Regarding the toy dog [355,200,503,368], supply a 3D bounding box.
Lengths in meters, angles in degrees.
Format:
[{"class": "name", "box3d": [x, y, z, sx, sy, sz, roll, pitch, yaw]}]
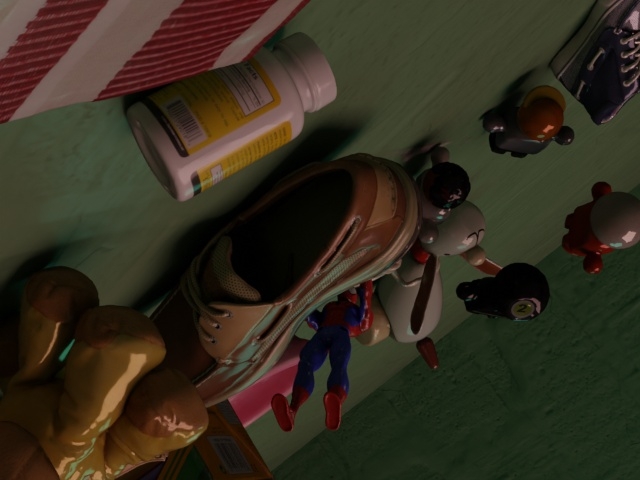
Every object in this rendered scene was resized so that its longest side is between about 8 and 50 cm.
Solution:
[{"class": "toy dog", "box3d": [0.159, 0.084, 1.464, 0.220, 0.161, 0.334, -33, 167, -9]}]

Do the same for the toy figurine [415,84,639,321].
[{"class": "toy figurine", "box3d": [0.211, -0.033, 1.078, 0.213, 0.210, 0.148, -32, 178, -9]}]

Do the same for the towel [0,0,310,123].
[{"class": "towel", "box3d": [-0.073, -0.116, 0.374, 0.237, 0.037, 0.329, -34, 175, 40]}]

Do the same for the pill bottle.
[{"class": "pill bottle", "box3d": [-0.050, -0.077, 0.604, 0.116, 0.065, 0.065, -31, 166, -15]}]

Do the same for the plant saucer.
[{"class": "plant saucer", "box3d": [-0.157, 0.212, 1.314, 0.332, 0.084, 0.332, -32, 166, -9]}]

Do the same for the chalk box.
[{"class": "chalk box", "box3d": [-0.230, 0.257, 1.057, 0.289, 0.179, 0.180, -35, 160, 7]}]

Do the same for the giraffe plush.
[{"class": "giraffe plush", "box3d": [-0.207, 0.147, 0.696, 0.170, 0.181, 0.210, -37, 157, -53]}]

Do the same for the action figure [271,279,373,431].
[{"class": "action figure", "box3d": [0.008, 0.093, 1.203, 0.091, 0.139, 0.280, -3, -159, 13]}]

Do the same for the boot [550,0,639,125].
[{"class": "boot", "box3d": [0.306, -0.196, 1.008, 0.069, 0.086, 0.190, -29, 166, -24]}]

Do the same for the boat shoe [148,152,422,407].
[{"class": "boat shoe", "box3d": [-0.064, 0.032, 0.876, 0.324, 0.123, 0.120, -42, 155, 16]}]

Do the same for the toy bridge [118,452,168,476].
[{"class": "toy bridge", "box3d": [-0.230, 0.200, 0.948, 0.188, 0.063, 0.026, -4, 149, 20]}]
